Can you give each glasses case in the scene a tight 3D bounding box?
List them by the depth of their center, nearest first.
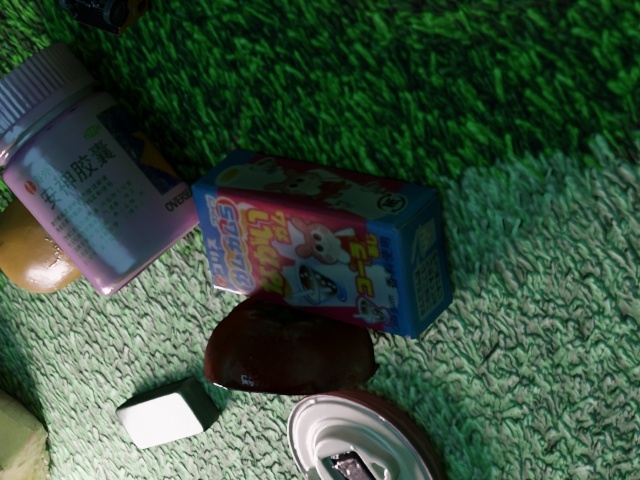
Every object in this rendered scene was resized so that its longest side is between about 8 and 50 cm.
[{"bbox_3d":[-0.230,0.259,2.128,0.184,0.039,0.078,-22,105,47],"label":"glasses case"}]

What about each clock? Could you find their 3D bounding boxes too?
[{"bbox_3d":[0.057,0.301,1.903,0.244,0.056,0.244,22,132,26],"label":"clock"}]

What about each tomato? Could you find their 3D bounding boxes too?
[{"bbox_3d":[-0.037,0.121,1.735,0.225,0.225,0.085,12,107,34],"label":"tomato"}]

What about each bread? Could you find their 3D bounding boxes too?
[{"bbox_3d":[-0.395,0.000,2.029,0.147,0.098,0.217,53,138,0],"label":"bread"}]

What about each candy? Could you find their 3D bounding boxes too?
[{"bbox_3d":[-0.001,0.001,1.690,0.305,0.100,0.157,14,129,34],"label":"candy"}]

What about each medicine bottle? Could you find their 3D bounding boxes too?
[{"bbox_3d":[-0.298,-0.090,1.814,0.291,0.178,0.178,51,139,-2],"label":"medicine bottle"}]

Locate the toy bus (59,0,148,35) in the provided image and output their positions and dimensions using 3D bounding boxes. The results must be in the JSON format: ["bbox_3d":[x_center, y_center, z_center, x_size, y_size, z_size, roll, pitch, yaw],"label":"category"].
[{"bbox_3d":[-0.253,-0.342,1.650,0.083,0.088,0.195,23,135,26],"label":"toy bus"}]

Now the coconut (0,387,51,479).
[{"bbox_3d":[-0.685,0.384,2.369,0.404,0.404,0.405,22,133,26],"label":"coconut"}]
